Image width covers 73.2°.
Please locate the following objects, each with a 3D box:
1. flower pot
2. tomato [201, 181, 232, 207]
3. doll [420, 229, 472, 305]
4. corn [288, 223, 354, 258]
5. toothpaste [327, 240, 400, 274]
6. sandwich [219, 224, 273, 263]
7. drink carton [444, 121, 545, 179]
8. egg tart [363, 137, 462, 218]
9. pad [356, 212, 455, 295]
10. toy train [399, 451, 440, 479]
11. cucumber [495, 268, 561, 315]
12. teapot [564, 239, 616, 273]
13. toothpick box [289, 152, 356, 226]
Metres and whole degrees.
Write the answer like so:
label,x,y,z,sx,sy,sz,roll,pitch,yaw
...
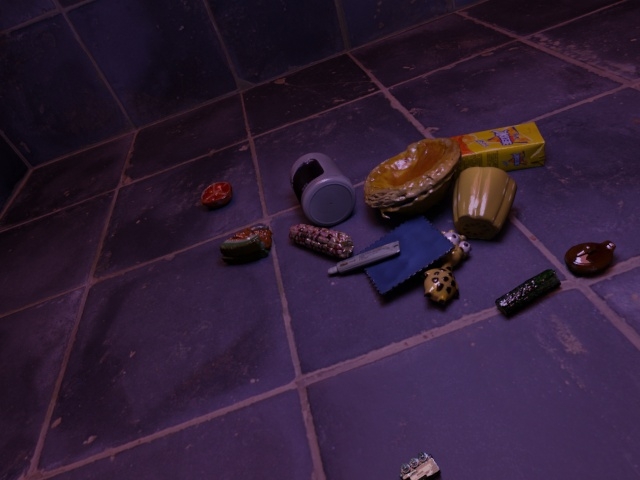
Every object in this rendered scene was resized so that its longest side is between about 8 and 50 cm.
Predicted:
label,x,y,z,sx,sy,sz,roll,pitch,yaw
flower pot,0.509,-0.108,1.373,0.195,0.195,0.179,6,59,29
tomato,-0.466,-0.201,1.974,0.155,0.069,0.156,-12,44,11
doll,0.381,0.073,1.288,0.117,0.086,0.291,32,53,3
corn,0.000,0.000,1.539,0.280,0.092,0.092,14,51,41
toothpaste,0.139,0.062,1.401,0.255,0.037,0.067,-23,26,19
sandwich,-0.281,0.004,1.632,0.184,0.109,0.160,-8,43,15
drink carton,0.634,-0.331,1.621,0.351,0.111,0.155,-7,42,14
egg tart,0.333,-0.215,1.531,0.387,0.169,0.388,-30,27,17
pad,0.257,0.034,1.363,0.269,0.012,0.270,-33,28,6
toy train,0.211,0.493,0.921,0.083,0.033,0.053,-29,44,-9
cucumber,0.557,0.137,1.158,0.187,0.058,0.058,-28,40,-9
teapot,0.736,0.038,1.177,0.129,0.078,0.098,-20,40,1
toothpick box,0.004,-0.214,1.695,0.229,0.229,0.316,-23,38,-3
